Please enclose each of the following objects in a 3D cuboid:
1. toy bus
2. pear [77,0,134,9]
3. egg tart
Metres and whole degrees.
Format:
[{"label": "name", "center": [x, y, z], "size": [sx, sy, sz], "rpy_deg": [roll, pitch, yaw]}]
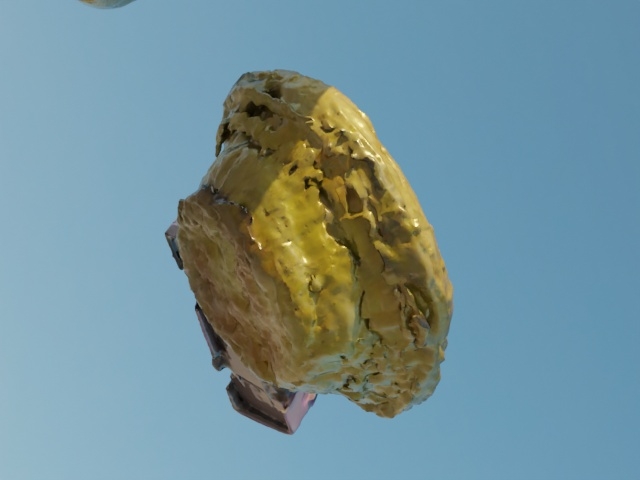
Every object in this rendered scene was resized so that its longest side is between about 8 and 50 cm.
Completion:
[{"label": "toy bus", "center": [-0.059, 0.068, 1.181], "size": [0.090, 0.112, 0.274], "rpy_deg": [19, -36, 28]}, {"label": "pear", "center": [-0.275, -0.426, 1.587], "size": [0.228, 0.188, 0.211], "rpy_deg": [-33, -91, 17]}, {"label": "egg tart", "center": [-0.020, 0.016, 0.919], "size": [0.294, 0.123, 0.294], "rpy_deg": [47, -27, 33]}]
